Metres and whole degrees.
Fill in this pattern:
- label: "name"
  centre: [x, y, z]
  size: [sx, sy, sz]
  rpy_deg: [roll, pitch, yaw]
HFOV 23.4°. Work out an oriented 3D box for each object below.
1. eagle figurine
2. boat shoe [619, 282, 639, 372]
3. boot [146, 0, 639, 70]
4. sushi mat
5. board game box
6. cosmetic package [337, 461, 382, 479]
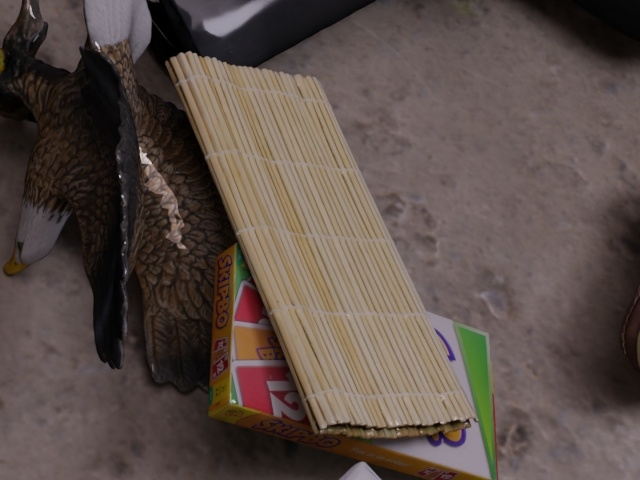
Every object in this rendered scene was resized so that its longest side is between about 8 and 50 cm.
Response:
- label: "eagle figurine"
  centre: [-0.156, -0.042, 1.127]
  size: [0.226, 0.225, 0.298]
  rpy_deg: [-30, 60, -37]
- label: "boat shoe"
  centre: [0.318, -0.009, 1.261]
  size: [0.123, 0.123, 0.342]
  rpy_deg: [14, 47, 37]
- label: "boot"
  centre: [0.073, -0.235, 1.305]
  size: [0.445, 0.146, 0.367]
  rpy_deg: [-25, 61, -27]
- label: "sushi mat"
  centre: [0.000, 0.000, 1.112]
  size: [0.151, 0.019, 0.316]
  rpy_deg: [4, 53, -44]
- label: "board game box"
  centre: [0.036, 0.098, 1.117]
  size: [0.259, 0.039, 0.124]
  rpy_deg: [22, 54, -33]
- label: "cosmetic package"
  centre: [0.081, 0.356, 0.968]
  size: [0.385, 0.156, 0.217]
  rpy_deg: [42, 60, 13]
